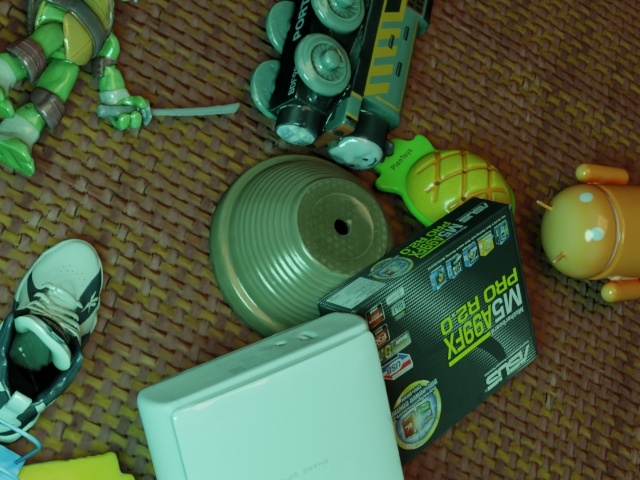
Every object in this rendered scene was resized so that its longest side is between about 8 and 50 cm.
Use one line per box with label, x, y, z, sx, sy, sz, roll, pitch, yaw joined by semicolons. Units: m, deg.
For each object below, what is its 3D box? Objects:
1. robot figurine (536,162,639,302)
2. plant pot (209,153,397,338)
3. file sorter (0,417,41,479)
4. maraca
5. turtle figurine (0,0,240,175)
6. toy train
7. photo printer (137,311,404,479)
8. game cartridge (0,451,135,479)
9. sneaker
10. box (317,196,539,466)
robot figurine;0.379;-0.009;1.703;0.220;0.128;0.158;1;110;-28
plant pot;0.000;0.000;1.511;0.237;0.110;0.237;10;66;-24
file sorter;-0.345;0.235;1.187;0.118;0.104;0.170;33;58;-15
maraca;0.153;-0.066;1.628;0.186;0.099;0.127;32;54;16
turtle figurine;-0.232;-0.191;1.408;0.275;0.198;0.266;41;62;-5
toy train;0.037;-0.248;1.613;0.190;0.142;0.333;26;61;-28
photo printer;-0.035;0.257;1.343;0.256;0.107;0.307;-20;108;-27
game cartridge;-0.311;0.363;1.250;0.324;0.053;0.285;-4;73;-31
sneaker;-0.267;0.085;1.311;0.094;0.153;0.235;38;59;-13
box;0.132;0.104;1.511;0.270;0.060;0.216;-32;120;-33
